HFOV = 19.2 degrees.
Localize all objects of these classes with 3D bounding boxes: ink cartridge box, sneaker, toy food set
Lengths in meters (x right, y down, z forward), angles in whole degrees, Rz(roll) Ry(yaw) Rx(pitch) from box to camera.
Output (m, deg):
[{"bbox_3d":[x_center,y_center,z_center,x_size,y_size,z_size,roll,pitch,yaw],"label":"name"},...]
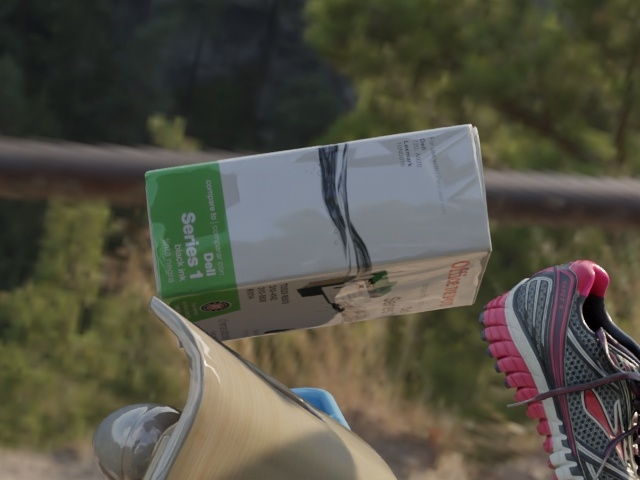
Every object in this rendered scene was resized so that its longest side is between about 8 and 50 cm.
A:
[{"bbox_3d":[0.000,0.000,1.279,0.219,0.160,0.092,-8,75,-1],"label":"ink cartridge box"},{"bbox_3d":[0.248,0.159,1.619,0.299,0.112,0.121,62,23,13],"label":"sneaker"},{"bbox_3d":[-0.087,0.205,0.966,0.092,0.306,0.220,19,-13,36],"label":"toy food set"}]

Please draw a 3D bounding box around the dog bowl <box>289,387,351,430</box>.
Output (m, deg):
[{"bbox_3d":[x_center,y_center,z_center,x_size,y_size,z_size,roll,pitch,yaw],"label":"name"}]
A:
[{"bbox_3d":[-0.039,0.188,1.484,0.166,0.074,0.297,-18,10,-4],"label":"dog bowl"}]
